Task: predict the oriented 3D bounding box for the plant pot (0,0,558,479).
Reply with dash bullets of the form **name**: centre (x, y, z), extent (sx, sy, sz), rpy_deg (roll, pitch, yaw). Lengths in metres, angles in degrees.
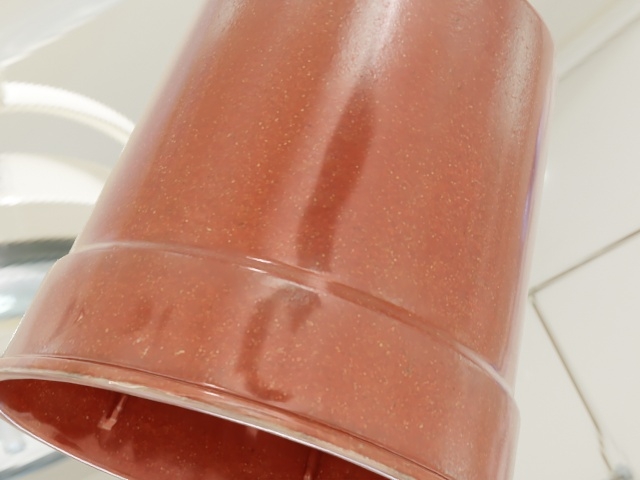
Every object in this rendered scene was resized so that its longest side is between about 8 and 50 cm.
- **plant pot**: centre (0.000, 0.000, 0.621), extent (0.272, 0.265, 0.272), rpy_deg (16, -21, 6)
